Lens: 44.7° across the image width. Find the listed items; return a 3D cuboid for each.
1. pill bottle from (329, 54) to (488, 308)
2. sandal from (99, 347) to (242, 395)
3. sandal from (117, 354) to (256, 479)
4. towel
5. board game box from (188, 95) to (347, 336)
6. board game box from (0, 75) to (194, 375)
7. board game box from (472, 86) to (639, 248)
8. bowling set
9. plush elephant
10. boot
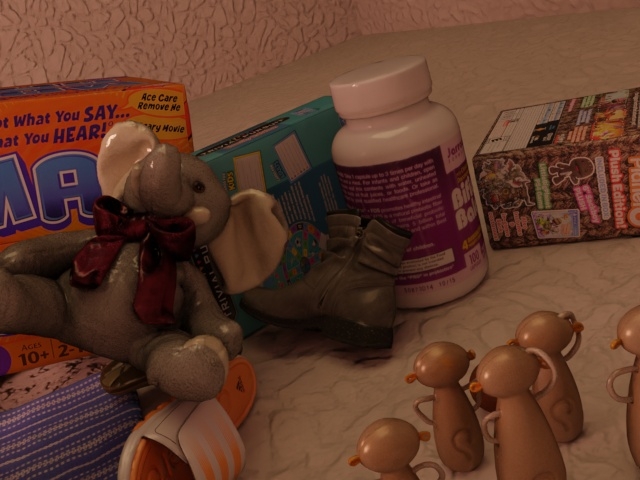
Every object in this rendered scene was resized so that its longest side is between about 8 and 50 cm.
[{"bbox_3d":[0.111,-0.078,1.016,0.169,0.301,0.169,-15,21,6],"label":"pill bottle"},{"bbox_3d":[-0.187,0.161,0.994,0.180,0.049,0.072,-18,34,-14],"label":"sandal"},{"bbox_3d":[-0.108,0.190,0.787,0.076,0.102,0.265,-10,19,25],"label":"sandal"},{"bbox_3d":[-0.321,0.249,0.892,0.243,0.040,0.336,-21,21,-13],"label":"towel"},{"bbox_3d":[-0.072,-0.030,1.105,0.336,0.253,0.079,-28,23,-27],"label":"board game box"},{"bbox_3d":[-0.402,-0.047,1.172,0.356,0.356,0.356,-11,17,-24],"label":"board game box"},{"bbox_3d":[0.392,-0.112,1.113,0.291,0.141,0.232,-6,23,27],"label":"board game box"},{"bbox_3d":[0.149,0.127,0.671,0.287,0.154,0.200,-18,21,-5],"label":"bowling set"},{"bbox_3d":[-0.183,0.003,0.849,0.272,0.255,0.330,20,-5,1],"label":"plush elephant"},{"bbox_3d":[0.008,0.038,0.985,0.247,0.161,0.083,8,-3,40],"label":"boot"}]
